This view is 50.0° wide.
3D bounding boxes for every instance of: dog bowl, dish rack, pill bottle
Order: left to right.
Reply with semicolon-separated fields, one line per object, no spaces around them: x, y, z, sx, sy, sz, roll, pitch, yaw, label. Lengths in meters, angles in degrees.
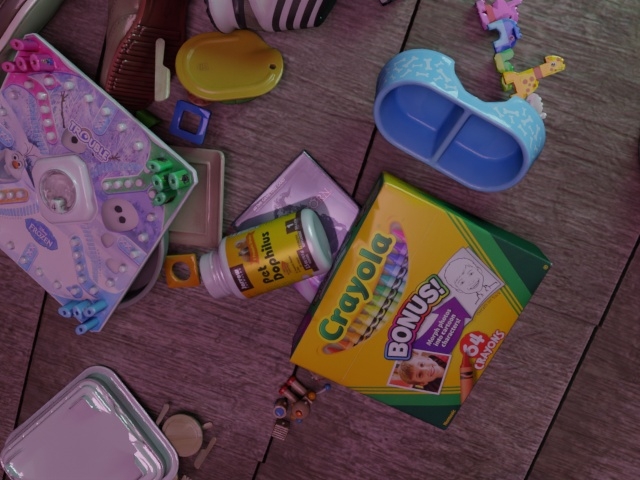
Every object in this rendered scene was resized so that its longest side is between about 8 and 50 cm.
-0.479;0.445;1.372;0.333;0.072;0.285;-40;86;13;dish rack
-0.096;0.030;1.194;0.215;0.117;0.117;-19;101;11;pill bottle
0.218;-0.185;1.113;0.297;0.074;0.166;29;138;-2;dog bowl

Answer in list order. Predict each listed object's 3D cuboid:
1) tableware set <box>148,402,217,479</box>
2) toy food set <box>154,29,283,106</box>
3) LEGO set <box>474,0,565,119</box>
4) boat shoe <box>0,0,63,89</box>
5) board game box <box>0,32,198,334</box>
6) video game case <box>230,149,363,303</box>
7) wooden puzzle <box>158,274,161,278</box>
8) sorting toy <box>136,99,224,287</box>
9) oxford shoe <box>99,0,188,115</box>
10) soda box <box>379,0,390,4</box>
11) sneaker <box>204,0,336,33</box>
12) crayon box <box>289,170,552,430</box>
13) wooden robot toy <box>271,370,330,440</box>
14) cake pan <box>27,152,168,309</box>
-0.299;0.430;1.385;0.128;0.039;0.194;33;102;7;tableware set
-0.174;-0.281;1.162;0.218;0.071;0.128;-7;75;-12;toy food set
0.333;-0.292;1.106;0.093;0.087;0.227;-19;102;11;LEGO set
-0.534;-0.381;1.170;0.097;0.116;0.324;42;111;-8;boat shoe
-0.456;-0.085;1.192;0.390;0.050;0.390;41;114;6;board game box
0.000;0.000;1.250;0.274;0.026;0.196;44;104;-6;video game case
-0.353;0.026;1.303;0.078;0.014;0.116;-17;102;6;wooden puzzle
-0.265;-0.083;1.247;0.196;0.047;0.348;8;107;9;sorting toy
-0.304;-0.376;1.163;0.130;0.123;0.348;39;112;27;oxford shoe
0.089;-0.469;1.105;0.060;0.053;0.169;-24;100;13;soda box
-0.043;-0.543;1.037;0.257;0.169;0.447;5;113;11;sneaker
0.163;0.110;1.198;0.313;0.106;0.363;25;107;-8;crayon box
-0.049;0.315;1.307;0.076;0.079;0.173;37;105;-4;wooden robot toy
-0.399;-0.019;1.247;0.293;0.054;0.293;6;107;19;cake pan
